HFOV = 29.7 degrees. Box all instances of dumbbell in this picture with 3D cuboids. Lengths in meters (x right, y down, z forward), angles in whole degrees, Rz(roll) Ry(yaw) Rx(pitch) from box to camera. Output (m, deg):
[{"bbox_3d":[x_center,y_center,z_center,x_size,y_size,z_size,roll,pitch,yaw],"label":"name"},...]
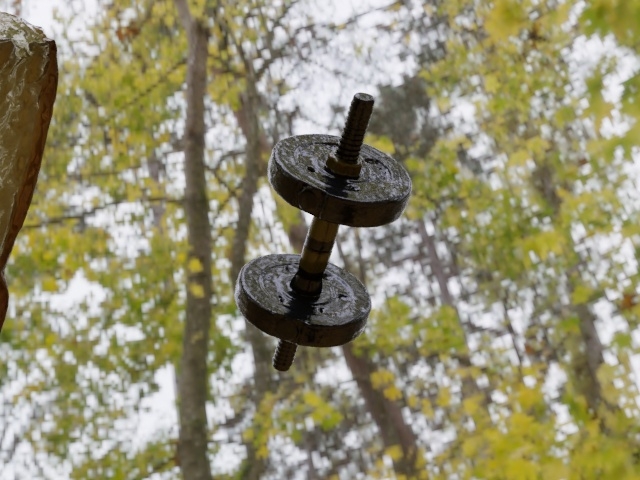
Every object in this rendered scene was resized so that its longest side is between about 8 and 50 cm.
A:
[{"bbox_3d":[0.000,0.000,1.211,0.143,0.143,0.325,5,-59,-21],"label":"dumbbell"}]

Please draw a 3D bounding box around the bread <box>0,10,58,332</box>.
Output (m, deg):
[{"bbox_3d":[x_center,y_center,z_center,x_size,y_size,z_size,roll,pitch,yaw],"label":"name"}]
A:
[{"bbox_3d":[-0.363,-0.027,0.771,0.333,0.143,0.323,21,-77,14],"label":"bread"}]
